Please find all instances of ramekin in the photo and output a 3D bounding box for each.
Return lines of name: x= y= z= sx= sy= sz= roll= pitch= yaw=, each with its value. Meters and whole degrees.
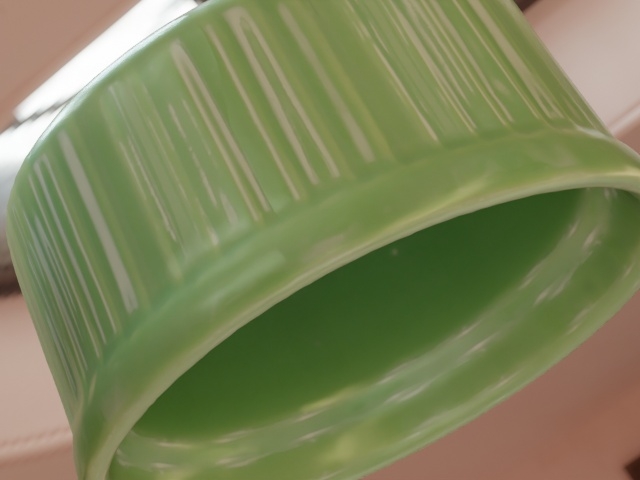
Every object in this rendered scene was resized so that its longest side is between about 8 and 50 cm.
ramekin: x=0.000 y=0.000 z=0.930 sx=0.303 sy=0.303 sz=0.148 roll=18 pitch=-140 yaw=-61
